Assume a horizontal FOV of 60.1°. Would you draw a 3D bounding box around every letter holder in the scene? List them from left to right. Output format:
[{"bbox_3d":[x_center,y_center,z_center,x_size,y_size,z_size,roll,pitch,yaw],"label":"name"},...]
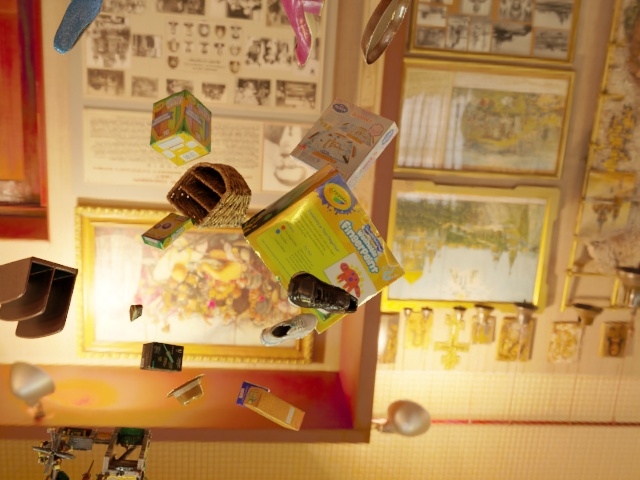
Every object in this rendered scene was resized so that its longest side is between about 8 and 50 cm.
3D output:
[{"bbox_3d":[-0.921,0.188,1.717,0.302,0.214,0.152,-11,156,36],"label":"letter holder"}]

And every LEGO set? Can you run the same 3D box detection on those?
[{"bbox_3d":[-0.589,0.620,1.442,0.332,0.254,0.192,17,-175,-13],"label":"LEGO set"}]

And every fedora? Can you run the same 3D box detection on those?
[{"bbox_3d":[-0.528,0.612,2.226,0.195,0.079,0.194,-30,171,-5],"label":"fedora"}]

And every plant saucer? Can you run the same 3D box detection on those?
[{"bbox_3d":[0.129,-0.445,1.139,0.029,0.168,0.168,35,-162,8],"label":"plant saucer"}]

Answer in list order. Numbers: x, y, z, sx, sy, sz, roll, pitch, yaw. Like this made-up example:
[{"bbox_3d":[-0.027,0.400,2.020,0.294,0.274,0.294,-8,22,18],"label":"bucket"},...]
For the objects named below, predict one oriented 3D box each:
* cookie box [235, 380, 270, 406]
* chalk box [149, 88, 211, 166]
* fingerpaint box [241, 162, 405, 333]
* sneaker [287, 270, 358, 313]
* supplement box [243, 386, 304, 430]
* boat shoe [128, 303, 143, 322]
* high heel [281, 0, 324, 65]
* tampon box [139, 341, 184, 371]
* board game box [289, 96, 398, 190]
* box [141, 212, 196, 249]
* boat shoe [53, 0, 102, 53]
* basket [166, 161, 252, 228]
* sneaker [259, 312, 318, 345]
[{"bbox_3d":[-0.265,0.611,2.167,0.107,0.091,0.040,16,166,8],"label":"cookie box"},{"bbox_3d":[-0.423,-0.362,1.688,0.133,0.212,0.132,-18,151,22],"label":"chalk box"},{"bbox_3d":[0.012,0.028,1.881,0.371,0.444,0.163,-36,-158,1],"label":"fingerpaint box"},{"bbox_3d":[0.018,0.157,1.612,0.124,0.107,0.283,5,170,32],"label":"sneaker"},{"bbox_3d":[-0.166,0.613,2.012,0.078,0.080,0.233,-5,145,45],"label":"supplement box"},{"bbox_3d":[-0.716,0.283,2.150,0.049,0.056,0.152,-8,165,-26],"label":"boat shoe"},{"bbox_3d":[-0.065,-0.547,1.409,0.117,0.082,0.244,16,159,-5],"label":"high heel"},{"bbox_3d":[-0.724,0.536,2.530,0.161,0.120,0.102,21,153,-41],"label":"tampon box"},{"bbox_3d":[0.090,-0.387,2.193,0.319,0.318,0.066,34,172,35],"label":"board game box"},{"bbox_3d":[-0.543,-0.042,1.995,0.105,0.043,0.179,15,-139,29],"label":"box"},{"bbox_3d":[-0.879,-0.792,1.982,0.109,0.258,0.089,41,-176,-26],"label":"boat shoe"},{"bbox_3d":[-0.451,-0.199,2.236,0.223,0.213,0.299,-4,-148,-42],"label":"basket"},{"bbox_3d":[-0.083,0.263,1.655,0.191,0.071,0.083,-19,168,-29],"label":"sneaker"}]
